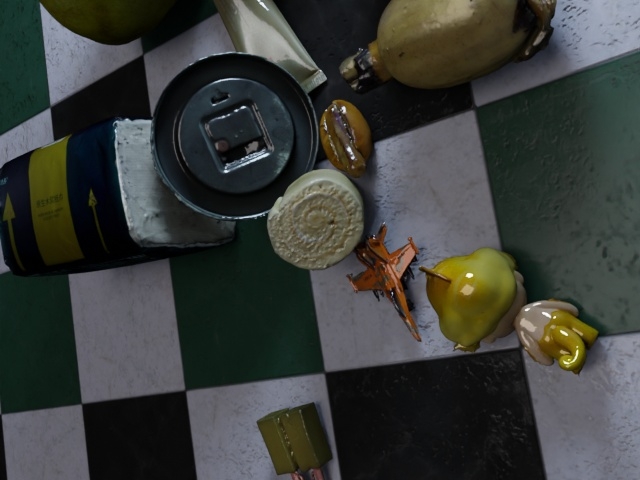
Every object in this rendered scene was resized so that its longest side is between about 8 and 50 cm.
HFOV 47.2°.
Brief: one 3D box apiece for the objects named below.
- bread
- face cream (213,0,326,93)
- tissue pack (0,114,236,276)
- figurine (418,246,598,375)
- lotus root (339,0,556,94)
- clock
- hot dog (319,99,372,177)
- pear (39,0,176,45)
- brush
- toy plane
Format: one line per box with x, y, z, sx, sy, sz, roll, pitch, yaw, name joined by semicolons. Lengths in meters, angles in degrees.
-0.003;-0.035;1.146;0.148;0.141;0.134;-29;100;8;bread
-0.118;-0.386;1.311;0.137;0.084;0.341;-32;75;20;face cream
-0.397;-0.073;1.397;0.417;0.264;0.253;-13;85;38;tissue pack
0.245;0.094;0.992;0.246;0.131;0.156;23;84;22;figurine
0.165;-0.288;1.018;0.310;0.183;0.182;-19;78;36;lotus root
-0.143;-0.170;1.223;0.055;0.281;0.280;-165;79;-81;clock
0.039;-0.161;1.188;0.090;0.060;0.140;-25;77;39;hot dog
-0.395;-0.559;1.342;0.352;0.352;0.413;60;156;22;pear
-0.020;0.397;1.235;0.103;0.047;0.233;-24;85;35;brush
0.114;0.069;1.133;0.135;0.062;0.188;-36;82;31;toy plane
